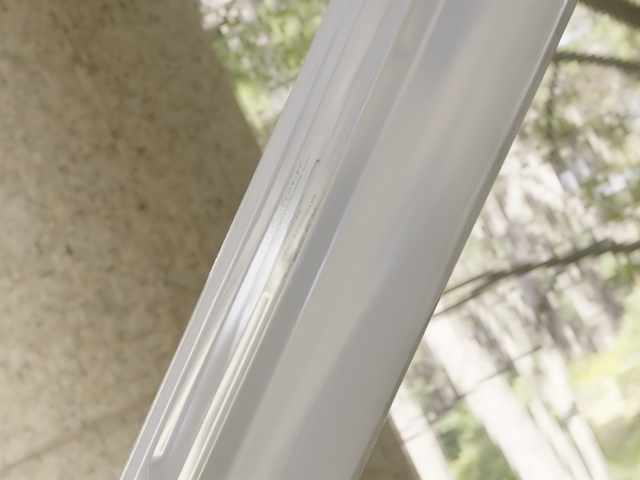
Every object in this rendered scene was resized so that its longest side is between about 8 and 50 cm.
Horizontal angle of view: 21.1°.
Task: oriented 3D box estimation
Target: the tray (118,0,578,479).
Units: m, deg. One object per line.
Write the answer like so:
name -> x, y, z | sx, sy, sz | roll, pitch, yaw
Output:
tray -> 0.000, 0.000, 0.432 | 0.270, 0.030, 0.145 | -66, 14, 8
